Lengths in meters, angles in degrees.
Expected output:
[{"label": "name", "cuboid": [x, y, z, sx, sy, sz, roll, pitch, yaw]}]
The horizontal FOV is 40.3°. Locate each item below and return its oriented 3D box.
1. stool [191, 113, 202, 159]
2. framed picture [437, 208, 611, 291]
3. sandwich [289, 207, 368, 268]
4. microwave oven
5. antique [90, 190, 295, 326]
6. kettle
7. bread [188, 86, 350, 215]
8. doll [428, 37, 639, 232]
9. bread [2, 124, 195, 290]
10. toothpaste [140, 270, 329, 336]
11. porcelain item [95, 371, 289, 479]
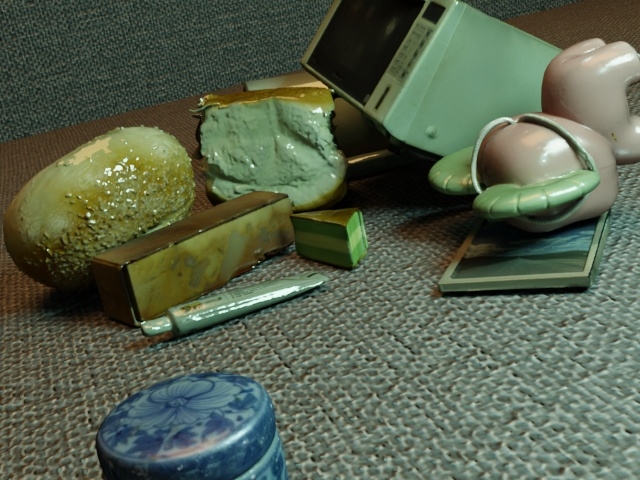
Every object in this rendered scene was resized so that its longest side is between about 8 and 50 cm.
[{"label": "stool", "cuboid": [-0.187, -0.218, 1.933, 0.217, 0.121, 0.125, 14, 32, -14]}, {"label": "framed picture", "cuboid": [0.274, 0.011, 1.141, 0.189, 0.023, 0.260, -4, 19, 25]}, {"label": "sandwich", "cuboid": [0.000, 0.000, 1.249, 0.116, 0.074, 0.074, -4, 19, 22]}, {"label": "microwave oven", "cuboid": [0.185, -0.276, 1.455, 0.333, 0.247, 0.394, 17, 17, -27]}, {"label": "antique", "cuboid": [-0.172, 0.017, 1.269, 0.310, 0.093, 0.087, -27, 24, -38]}, {"label": "kettle", "cuboid": [0.021, -0.243, 1.757, 0.318, 0.205, 0.265, -11, 16, -8]}, {"label": "bread", "cuboid": [-0.071, -0.147, 1.490, 0.250, 0.224, 0.279, -3, 8, 6]}, {"label": "doll", "cuboid": [0.290, -0.121, 1.156, 0.268, 0.216, 0.284, -22, 19, -9]}, {"label": "bread", "cuboid": [-0.317, -0.038, 1.309, 0.305, 0.158, 0.305, -35, -17, -12]}, {"label": "toothpaste", "cuboid": [-0.110, 0.081, 1.137, 0.255, 0.037, 0.067, -17, 13, -25]}, {"label": "porcelain item", "cuboid": [-0.104, 0.182, 0.717, 0.147, 0.114, 0.147, -10, 20, 4]}]
